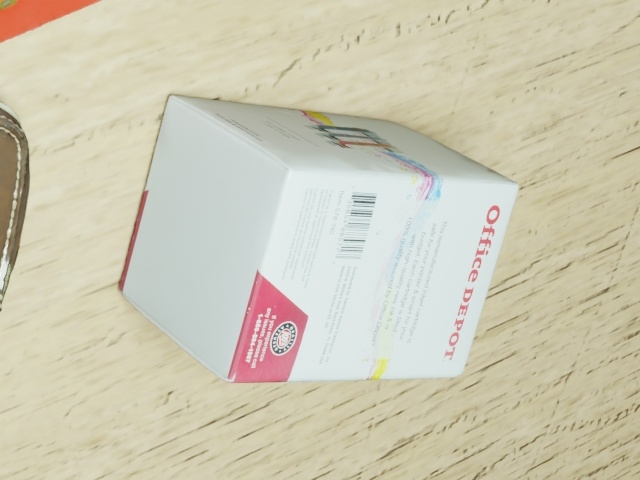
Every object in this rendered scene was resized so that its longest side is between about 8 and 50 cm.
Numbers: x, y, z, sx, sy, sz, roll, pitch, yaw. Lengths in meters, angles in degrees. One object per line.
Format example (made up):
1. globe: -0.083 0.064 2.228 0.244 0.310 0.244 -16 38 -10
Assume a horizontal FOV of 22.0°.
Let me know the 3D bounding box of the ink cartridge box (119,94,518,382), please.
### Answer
1. ink cartridge box: 0.000 0.000 0.956 0.176 0.127 0.128 4 109 -39

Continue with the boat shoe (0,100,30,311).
1. boat shoe: -0.200 0.053 0.849 0.095 0.095 0.257 10 106 -41

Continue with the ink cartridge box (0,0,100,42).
1. ink cartridge box: -0.115 -0.220 0.805 0.189 0.066 0.232 -28 123 -25
